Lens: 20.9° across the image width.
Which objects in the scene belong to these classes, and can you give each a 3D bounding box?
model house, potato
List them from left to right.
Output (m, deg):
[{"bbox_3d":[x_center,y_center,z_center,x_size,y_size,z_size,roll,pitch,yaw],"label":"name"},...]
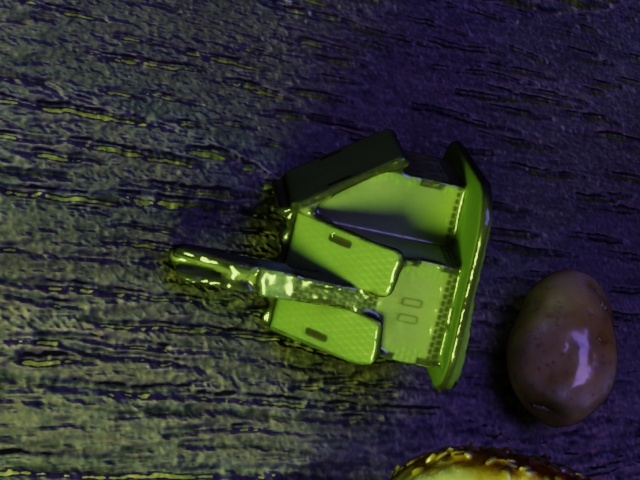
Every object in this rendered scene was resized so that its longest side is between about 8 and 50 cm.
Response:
[{"bbox_3d":[0.000,0.000,1.604,0.278,0.218,0.205,9,105,-7],"label":"model house"},{"bbox_3d":[0.253,0.107,1.790,0.118,0.109,0.178,26,47,-6],"label":"potato"}]

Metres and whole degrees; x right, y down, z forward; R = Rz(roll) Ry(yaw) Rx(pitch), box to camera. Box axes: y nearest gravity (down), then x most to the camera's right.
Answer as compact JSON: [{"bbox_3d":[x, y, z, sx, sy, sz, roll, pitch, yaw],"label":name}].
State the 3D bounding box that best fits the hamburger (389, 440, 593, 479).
[{"bbox_3d":[0.160,0.306,1.495,0.291,0.291,0.225,38,59,-25],"label":"hamburger"}]
